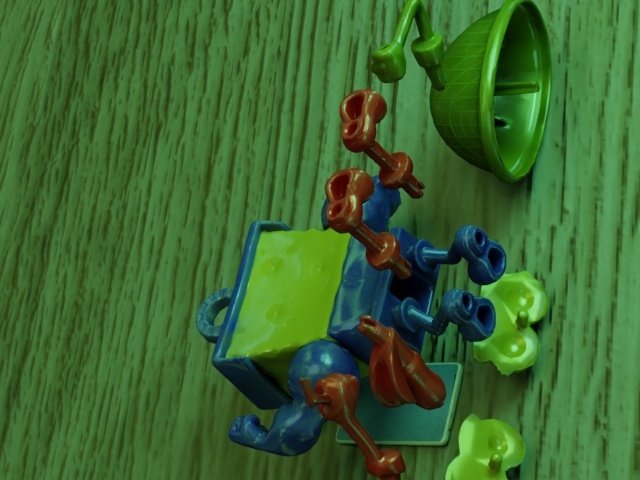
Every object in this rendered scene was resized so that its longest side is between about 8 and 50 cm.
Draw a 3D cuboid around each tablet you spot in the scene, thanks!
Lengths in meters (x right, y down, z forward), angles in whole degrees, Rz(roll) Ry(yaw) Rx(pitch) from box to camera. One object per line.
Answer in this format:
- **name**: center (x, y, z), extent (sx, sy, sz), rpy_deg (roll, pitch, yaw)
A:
- **tablet**: center (0.049, 0.102, 1.083), extent (0.083, 0.006, 0.054), rpy_deg (-4, 61, 38)

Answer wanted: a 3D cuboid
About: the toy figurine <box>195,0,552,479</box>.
- **toy figurine**: center (0.000, 0.000, 1.061), extent (0.217, 0.191, 0.363), rpy_deg (-13, 53, 38)
